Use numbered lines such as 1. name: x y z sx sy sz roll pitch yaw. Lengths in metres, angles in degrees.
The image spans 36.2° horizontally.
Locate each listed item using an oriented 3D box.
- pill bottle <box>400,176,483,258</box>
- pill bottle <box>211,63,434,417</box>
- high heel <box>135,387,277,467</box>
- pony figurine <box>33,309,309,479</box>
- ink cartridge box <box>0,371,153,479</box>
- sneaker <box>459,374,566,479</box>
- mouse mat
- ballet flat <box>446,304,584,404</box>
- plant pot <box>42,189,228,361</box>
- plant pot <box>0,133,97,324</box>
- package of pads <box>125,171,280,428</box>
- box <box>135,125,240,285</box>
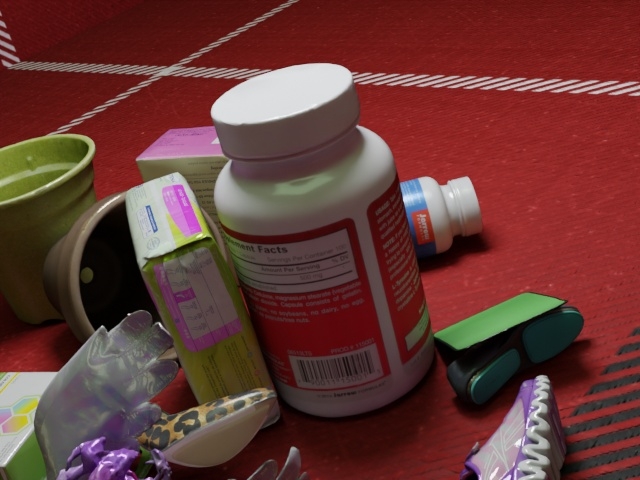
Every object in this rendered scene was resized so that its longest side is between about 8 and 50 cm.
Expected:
1. pill bottle: 0.134 -0.029 1.530 0.221 0.124 0.124 -16 27 2
2. pill bottle: 0.000 0.000 1.236 0.229 0.407 0.229 -12 28 6
3. high heel: -0.178 0.193 1.185 0.261 0.093 0.186 -32 49 13
4. pony figurine: -0.216 0.293 0.966 0.351 0.303 0.363 -38 14 9
5. ink cartridge box: -0.344 0.261 1.265 0.255 0.097 0.189 -4 29 21
6. sneaker: 0.203 0.234 1.050 0.104 0.095 0.236 -11 28 24
7. mouse mat: 0.227 0.103 1.267 0.153 0.007 0.190 -24 3 -3
8. ballet flat: 0.240 0.133 1.237 0.203 0.074 0.074 -30 31 -22
9. plant pot: -0.308 0.052 1.491 0.263 0.263 0.229 -35 22 -34
10. plant pot: -0.475 -0.008 1.661 0.276 0.254 0.276 -11 27 6
11. package of pads: -0.153 0.087 1.273 0.101 0.296 0.229 -22 29 -7
12. box: -0.148 -0.056 1.594 0.213 0.243 0.117 -1 30 27
